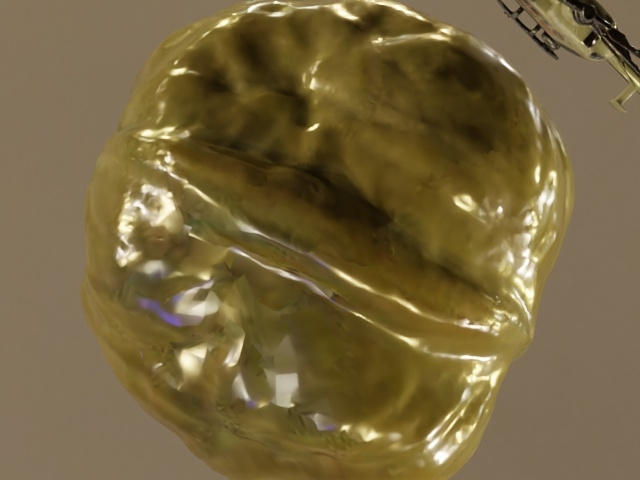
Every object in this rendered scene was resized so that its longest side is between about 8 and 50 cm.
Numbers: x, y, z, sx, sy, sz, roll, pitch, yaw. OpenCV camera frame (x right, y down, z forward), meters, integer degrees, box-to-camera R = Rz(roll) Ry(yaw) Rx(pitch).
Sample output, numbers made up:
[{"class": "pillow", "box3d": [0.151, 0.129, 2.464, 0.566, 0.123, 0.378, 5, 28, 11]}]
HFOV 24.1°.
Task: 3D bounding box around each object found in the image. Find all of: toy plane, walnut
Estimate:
[{"class": "toy plane", "box3d": [0.117, -0.092, 0.658, 0.120, 0.049, 0.031, 42, -89, -12]}, {"class": "walnut", "box3d": [-0.001, 0.002, 0.882, 0.276, 0.253, 0.282, 25, -116, 20]}]
